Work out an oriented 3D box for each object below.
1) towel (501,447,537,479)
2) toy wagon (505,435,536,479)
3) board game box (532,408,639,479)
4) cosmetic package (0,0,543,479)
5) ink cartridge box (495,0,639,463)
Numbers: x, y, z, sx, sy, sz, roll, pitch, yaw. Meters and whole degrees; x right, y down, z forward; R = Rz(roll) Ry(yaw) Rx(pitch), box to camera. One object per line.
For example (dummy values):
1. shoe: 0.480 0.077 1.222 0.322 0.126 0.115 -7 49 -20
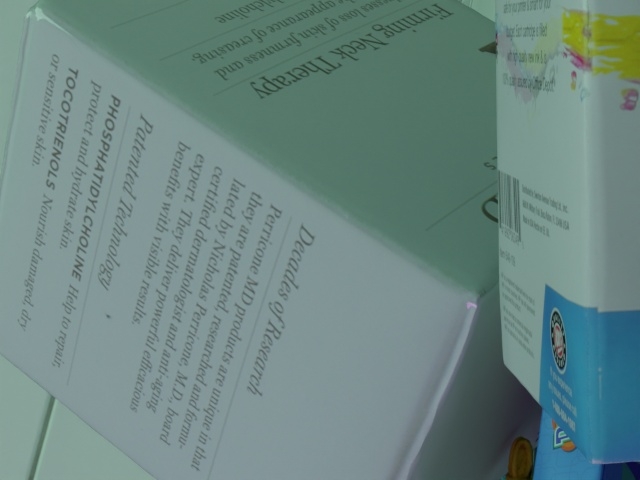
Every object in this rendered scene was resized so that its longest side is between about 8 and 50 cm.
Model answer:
1. towel: 0.130 0.331 1.511 0.370 0.040 0.271 112 172 -59
2. toy wagon: 0.192 0.167 1.099 0.344 0.068 0.267 129 155 -81
3. board game box: 0.183 0.105 0.855 0.047 0.160 0.210 -16 52 44
4. cosmetic package: 0.000 0.000 1.266 0.329 0.394 0.327 -32 -32 -47
5. ink cartridge box: 0.184 -0.065 0.688 0.198 0.197 0.270 -114 22 -82
